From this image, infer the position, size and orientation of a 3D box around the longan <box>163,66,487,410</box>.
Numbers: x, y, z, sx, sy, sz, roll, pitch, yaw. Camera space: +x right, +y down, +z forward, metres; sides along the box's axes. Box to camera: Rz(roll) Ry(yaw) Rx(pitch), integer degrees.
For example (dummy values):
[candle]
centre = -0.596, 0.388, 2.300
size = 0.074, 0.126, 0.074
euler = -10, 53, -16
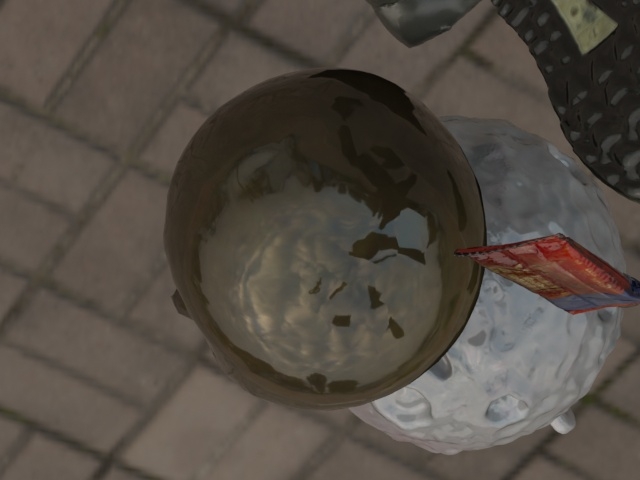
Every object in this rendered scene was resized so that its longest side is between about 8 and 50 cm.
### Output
[longan]
centre = 0.004, 0.001, 1.579
size = 0.297, 0.297, 0.297
euler = 1, 129, 1

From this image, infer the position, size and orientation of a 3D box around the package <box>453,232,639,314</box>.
[package]
centre = 0.175, 0.025, 1.337
size = 0.083, 0.022, 0.200
euler = -6, 163, 31

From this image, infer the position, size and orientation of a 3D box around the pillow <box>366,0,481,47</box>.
[pillow]
centre = 0.143, -0.348, 1.747
size = 0.326, 0.101, 0.228
euler = -33, 122, 18

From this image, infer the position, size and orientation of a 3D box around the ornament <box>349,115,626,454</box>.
[ornament]
centre = 0.133, 0.040, 1.865
size = 0.337, 0.337, 0.337
euler = 1, 129, 1

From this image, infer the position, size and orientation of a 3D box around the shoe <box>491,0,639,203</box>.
[shoe]
centre = 0.243, -0.127, 1.285
size = 0.171, 0.336, 0.132
euler = 10, 126, -35
